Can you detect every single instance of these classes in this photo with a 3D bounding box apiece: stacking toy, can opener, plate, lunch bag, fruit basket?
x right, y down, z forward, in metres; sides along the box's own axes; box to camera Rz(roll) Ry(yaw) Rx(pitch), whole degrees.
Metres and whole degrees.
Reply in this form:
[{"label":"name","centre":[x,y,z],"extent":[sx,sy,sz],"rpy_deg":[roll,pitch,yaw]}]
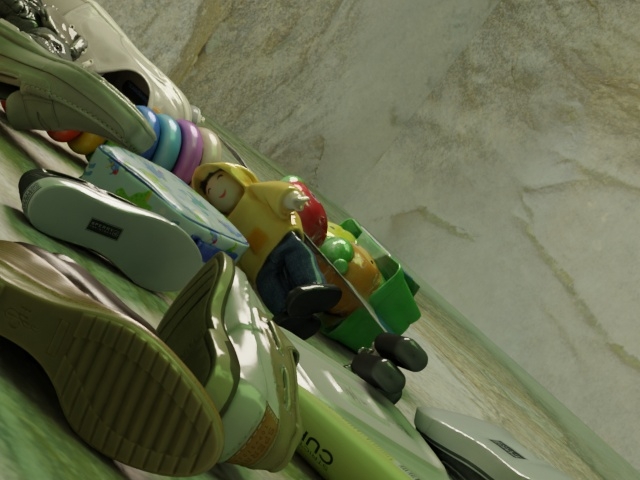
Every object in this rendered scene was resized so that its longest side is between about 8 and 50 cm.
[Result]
[{"label":"stacking toy","centre":[-0.305,-0.157,1.916],"extent":[0.330,0.141,0.141],"rpy_deg":[27,10,-34]},{"label":"can opener","centre":[0.093,0.168,1.721],"extent":[0.095,0.076,0.283],"rpy_deg":[48,-7,-4]},{"label":"plate","centre":[0.029,0.189,1.506],"extent":[0.278,0.045,0.277],"rpy_deg":[35,5,-27]},{"label":"lunch bag","centre":[-0.192,-0.025,1.650],"extent":[0.176,0.090,0.219],"rpy_deg":[38,5,23]},{"label":"fruit basket","centre":[0.000,0.000,2.049],"extent":[0.353,0.165,0.327],"rpy_deg":[56,-4,-27]}]

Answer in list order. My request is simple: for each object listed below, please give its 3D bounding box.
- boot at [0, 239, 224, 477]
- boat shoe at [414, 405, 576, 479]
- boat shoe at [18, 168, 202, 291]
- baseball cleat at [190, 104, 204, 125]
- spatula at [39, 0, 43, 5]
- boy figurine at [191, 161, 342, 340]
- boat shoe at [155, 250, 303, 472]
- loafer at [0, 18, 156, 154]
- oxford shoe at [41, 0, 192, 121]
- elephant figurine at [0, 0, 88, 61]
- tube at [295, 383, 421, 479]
[{"label":"boot","centre":[-0.152,0.078,1.023],"extent":[0.248,0.090,0.207],"rpy_deg":[35,7,10]},{"label":"boat shoe","centre":[0.187,0.272,1.531],"extent":[0.108,0.102,0.301],"rpy_deg":[13,7,-29]},{"label":"boat shoe","centre":[-0.228,-0.015,1.455],"extent":[0.228,0.080,0.076],"rpy_deg":[24,14,-37]},{"label":"baseball cleat","centre":[-0.301,-0.214,2.460],"extent":[0.109,0.072,0.206],"rpy_deg":[24,-22,-30]},{"label":"spatula","centre":[-0.450,-0.329,2.215],"extent":[0.084,0.030,0.296],"rpy_deg":[25,-39,39]},{"label":"boy figurine","centre":[-0.074,-0.009,1.765],"extent":[0.092,0.177,0.285],"rpy_deg":[2,46,-43]},{"label":"boat shoe","centre":[-0.081,0.109,1.185],"extent":[0.103,0.113,0.302],"rpy_deg":[37,16,-17]},{"label":"loafer","centre":[-0.349,-0.181,1.727],"extent":[0.319,0.111,0.112],"rpy_deg":[29,-13,24]},{"label":"oxford shoe","centre":[-0.419,-0.318,2.393],"extent":[0.449,0.169,0.130],"rpy_deg":[40,24,16]},{"label":"elephant figurine","centre":[-0.440,-0.289,2.068],"extent":[0.239,0.169,0.186],"rpy_deg":[42,40,15]},{"label":"tube","centre":[0.009,0.193,1.269],"extent":[0.240,0.070,0.062],"rpy_deg":[39,19,20]}]
